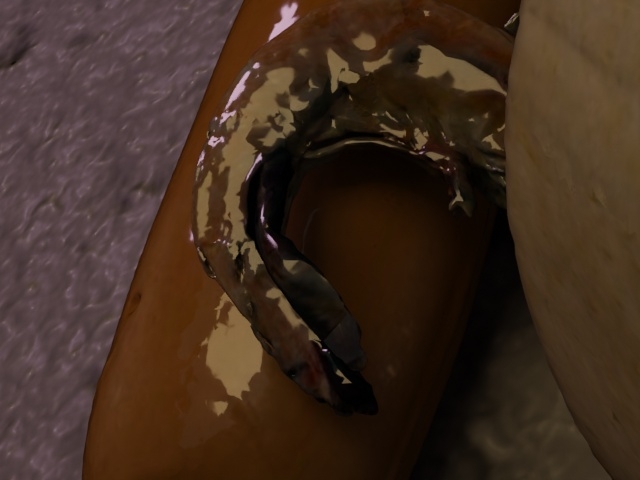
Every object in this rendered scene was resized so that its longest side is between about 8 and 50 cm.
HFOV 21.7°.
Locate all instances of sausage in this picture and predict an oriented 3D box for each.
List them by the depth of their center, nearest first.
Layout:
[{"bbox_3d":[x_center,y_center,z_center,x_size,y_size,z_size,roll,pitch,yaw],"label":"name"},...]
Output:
[{"bbox_3d":[-0.001,-0.002,0.652,0.134,0.116,0.354,7,60,20],"label":"sausage"}]

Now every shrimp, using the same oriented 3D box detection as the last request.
[{"bbox_3d":[0.057,-0.001,0.563,0.219,0.046,0.152,26,66,13],"label":"shrimp"}]

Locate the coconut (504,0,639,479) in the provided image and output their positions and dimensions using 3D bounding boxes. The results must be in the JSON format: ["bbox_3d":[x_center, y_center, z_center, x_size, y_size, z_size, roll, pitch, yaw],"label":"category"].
[{"bbox_3d":[0.200,-0.014,0.340,0.323,0.323,0.323,-24,40,23],"label":"coconut"}]
